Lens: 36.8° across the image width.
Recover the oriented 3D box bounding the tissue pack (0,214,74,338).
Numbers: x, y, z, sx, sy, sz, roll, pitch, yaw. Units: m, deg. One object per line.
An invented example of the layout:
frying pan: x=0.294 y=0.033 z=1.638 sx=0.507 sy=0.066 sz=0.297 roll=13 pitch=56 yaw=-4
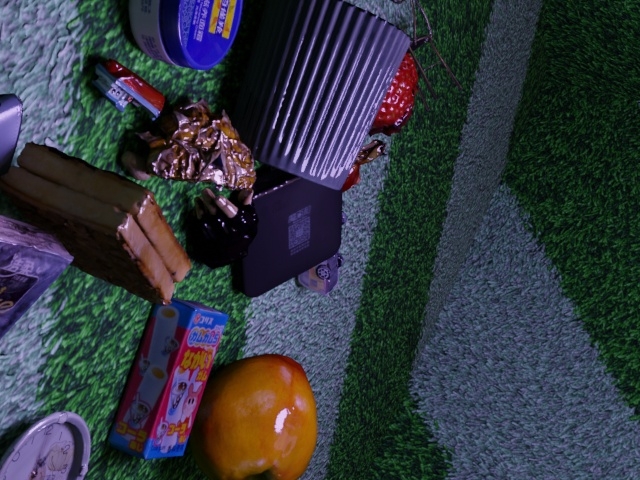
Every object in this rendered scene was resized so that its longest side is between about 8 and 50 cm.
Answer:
tissue pack: x=-0.464 y=0.074 z=1.276 sx=0.235 sy=0.073 sz=0.173 roll=-46 pitch=156 yaw=8

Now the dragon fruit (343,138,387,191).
dragon fruit: x=0.057 y=-0.178 z=2.225 sx=0.125 sy=0.246 sz=0.125 roll=58 pitch=37 yaw=-18

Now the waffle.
waffle: x=-0.322 y=-0.017 z=1.408 sx=0.308 sy=0.212 sz=0.091 roll=84 pitch=30 yaw=-68

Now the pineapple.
pineapple: x=-0.192 y=-0.169 z=1.710 sx=0.334 sy=0.158 sz=0.161 roll=10 pitch=94 yaw=-71

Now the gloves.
gloves: x=-0.188 y=-0.032 z=1.879 sx=0.164 sy=0.124 sz=0.203 roll=-42 pitch=167 yaw=-8

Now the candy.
candy: x=-0.295 y=0.268 z=1.893 sx=0.157 sy=0.100 sz=0.306 roll=25 pitch=82 yaw=-67

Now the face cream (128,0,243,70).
face cream: x=-0.219 y=-0.387 z=1.565 sx=0.206 sy=0.111 sz=0.206 roll=-50 pitch=150 yaw=-44

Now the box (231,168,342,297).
box: x=-0.069 y=-0.036 z=2.130 sx=0.290 sy=0.073 sz=0.289 roll=-28 pitch=135 yaw=-32

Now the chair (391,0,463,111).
chair: x=0.228 y=-0.498 z=2.499 sx=0.159 sy=0.170 sz=0.326 roll=-26 pitch=89 yaw=-46

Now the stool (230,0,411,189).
stool: x=-0.020 y=-0.293 z=1.890 sx=0.297 sy=0.297 sz=0.330 roll=12 pitch=101 yaw=-68

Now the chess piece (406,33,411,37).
chess piece: x=0.222 y=-0.510 z=2.607 sx=0.035 sy=0.035 sz=0.092 roll=-46 pitch=150 yaw=-47

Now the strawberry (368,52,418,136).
strawberry: x=0.090 y=-0.374 z=2.155 sx=0.288 sy=0.250 sz=0.239 roll=58 pitch=33 yaw=-21

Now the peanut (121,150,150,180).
peanut: x=-0.314 y=-0.125 z=1.641 sx=0.083 sy=0.037 sz=0.037 roll=60 pitch=51 yaw=-68

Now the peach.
peach: x=-0.148 y=0.389 z=2.113 sx=0.289 sy=0.288 sz=0.308 roll=69 pitch=17 yaw=-57

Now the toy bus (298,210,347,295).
toy bus: x=0.000 y=0.000 z=2.371 sx=0.092 sy=0.106 sz=0.268 roll=-41 pitch=140 yaw=-52

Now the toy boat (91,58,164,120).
toy boat: x=-0.303 y=-0.234 z=1.543 sx=0.059 sy=0.069 sz=0.173 roll=-51 pitch=157 yaw=4

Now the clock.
clock: x=-0.480 y=0.391 z=1.610 sx=0.236 sy=0.053 sz=0.237 roll=-44 pitch=143 yaw=-46

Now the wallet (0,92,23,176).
wallet: x=-0.484 y=-0.091 z=1.224 sx=0.231 sy=0.069 sz=0.170 roll=-40 pitch=159 yaw=-49
